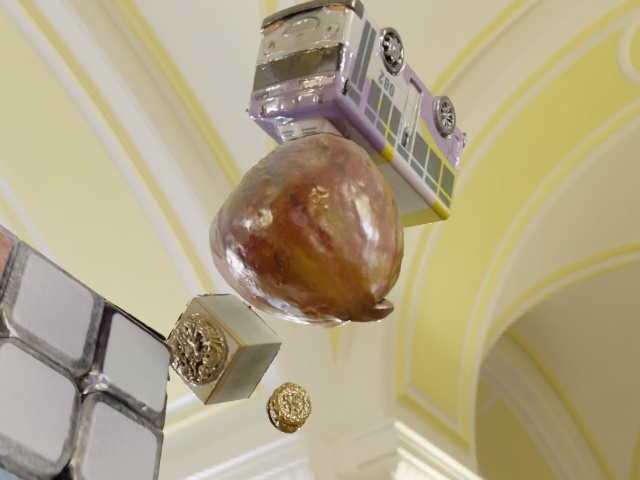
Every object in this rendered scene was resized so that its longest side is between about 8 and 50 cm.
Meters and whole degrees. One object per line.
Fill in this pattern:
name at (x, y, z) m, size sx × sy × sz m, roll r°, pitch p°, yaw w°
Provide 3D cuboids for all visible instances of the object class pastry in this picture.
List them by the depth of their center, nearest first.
pastry at (-0.069, 0.367, 1.923) m, size 0.097 × 0.109 × 0.057 m, roll 2°, pitch -28°, yaw -27°

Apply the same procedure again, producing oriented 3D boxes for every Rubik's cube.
Rubik's cube at (-0.388, 0.216, 0.827) m, size 0.359 × 0.362 × 0.363 m, roll -29°, pitch -50°, yaw 27°

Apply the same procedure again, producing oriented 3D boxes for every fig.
fig at (-0.008, -0.008, 1.011) m, size 0.224 × 0.263 × 0.224 m, roll -3°, pitch -80°, yaw -20°

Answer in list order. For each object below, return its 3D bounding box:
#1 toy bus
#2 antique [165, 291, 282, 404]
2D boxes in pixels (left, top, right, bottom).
toy bus at (0.069, -0.210, 1.586) m, size 0.209 × 0.249 × 0.440 m, roll -5°, pitch -31°, yaw 35°
antique at (-0.186, 0.193, 1.587) m, size 0.148 × 0.152 × 0.146 m, roll 1°, pitch -56°, yaw -55°
